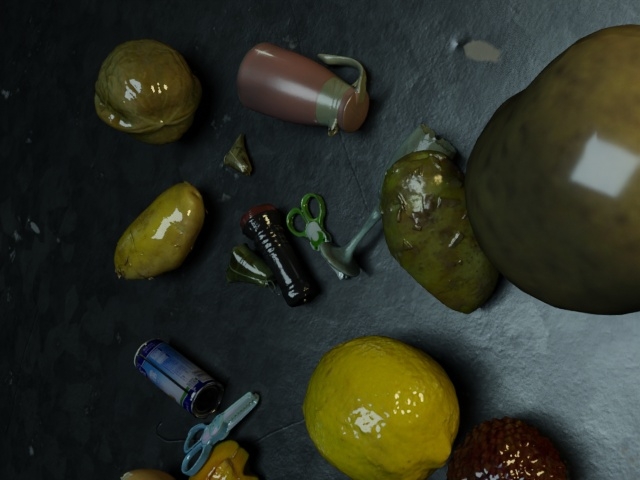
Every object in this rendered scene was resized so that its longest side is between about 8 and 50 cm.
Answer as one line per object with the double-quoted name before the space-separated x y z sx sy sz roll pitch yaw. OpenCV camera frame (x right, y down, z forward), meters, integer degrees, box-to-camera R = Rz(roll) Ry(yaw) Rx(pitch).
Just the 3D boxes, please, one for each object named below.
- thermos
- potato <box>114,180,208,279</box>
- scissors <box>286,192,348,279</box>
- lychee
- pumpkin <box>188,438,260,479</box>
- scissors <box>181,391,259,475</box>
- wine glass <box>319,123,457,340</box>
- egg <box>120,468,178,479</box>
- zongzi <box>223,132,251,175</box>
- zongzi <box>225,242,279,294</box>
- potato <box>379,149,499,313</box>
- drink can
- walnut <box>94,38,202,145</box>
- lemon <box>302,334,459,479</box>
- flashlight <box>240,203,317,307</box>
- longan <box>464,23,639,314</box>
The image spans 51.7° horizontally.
"thermos" -0.021 -0.312 1.353 0.265 0.146 0.176 24 76 28
"potato" -0.389 -0.009 1.604 0.300 0.140 0.173 -42 56 22
"scissors" 0.000 0.000 1.373 0.101 0.027 0.204 -45 60 28
"lychee" 0.296 0.370 1.030 0.188 0.188 0.188 -3 85 38
"pumpkin" -0.225 0.574 1.468 0.254 0.130 0.149 -57 20 -14
"scissors" -0.230 0.426 1.501 0.256 0.030 0.125 -43 28 18
"wine glass" 0.188 -0.018 1.229 0.264 0.096 0.309 41 112 7
"egg" -0.381 0.645 1.516 0.244 0.201 0.201 22 101 23
"zongzi" -0.176 -0.198 1.524 0.076 0.040 0.083 32 89 28
"zongzi" -0.146 0.094 1.479 0.154 0.062 0.130 38 131 17
"potato" 0.201 -0.008 1.107 0.176 0.141 0.298 -19 101 35
"drink can" -0.338 0.325 1.569 0.235 0.097 0.097 25 102 35
"walnut" -0.420 -0.363 1.599 0.283 0.283 0.227 45 153 31
"lemon" 0.098 0.287 1.136 0.310 0.253 0.253 27 103 50
"flashlight" -0.085 0.034 1.407 0.093 0.093 0.232 -41 69 28
"longan" 0.384 -0.087 0.888 0.404 0.336 0.404 -6 83 60
